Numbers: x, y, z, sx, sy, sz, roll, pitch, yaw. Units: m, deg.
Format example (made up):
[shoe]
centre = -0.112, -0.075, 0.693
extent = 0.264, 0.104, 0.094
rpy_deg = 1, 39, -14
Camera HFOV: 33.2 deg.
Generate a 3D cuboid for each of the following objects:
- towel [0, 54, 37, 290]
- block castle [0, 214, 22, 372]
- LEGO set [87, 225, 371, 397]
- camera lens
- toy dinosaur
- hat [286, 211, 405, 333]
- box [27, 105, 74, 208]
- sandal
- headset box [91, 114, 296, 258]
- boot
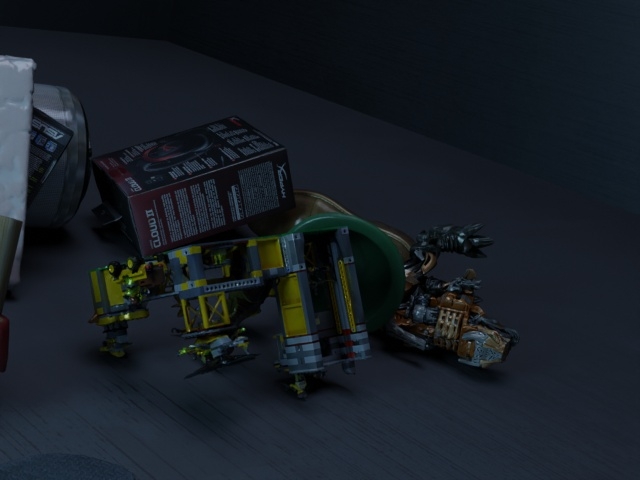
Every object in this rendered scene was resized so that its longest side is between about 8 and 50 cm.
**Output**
[towel]
centre = -0.532, -0.100, 1.339
extent = 0.332, 0.317, 0.053
rpy_deg = 5, -11, -23
[block castle]
centre = -0.536, 0.030, 1.001
extent = 0.453, 0.213, 0.303
rpy_deg = 13, 1, -41
[LEGO set]
centre = -0.099, 0.103, 1.267
extent = 0.255, 0.192, 0.331
rpy_deg = -13, -4, 36
[camera lens]
centre = -0.491, -0.130, 1.586
extent = 0.274, 0.219, 0.219
rpy_deg = 3, 18, -29
[toy dinosaur]
centre = 0.140, 0.070, 1.521
extent = 0.322, 0.164, 0.218
rpy_deg = 41, 43, 18
[hat]
centre = 0.024, 0.029, 1.522
extent = 0.208, 0.173, 0.183
rpy_deg = 19, 13, 4
[box]
centre = -0.499, -0.122, 1.421
extent = 0.270, 0.216, 0.060
rpy_deg = 31, -19, -14
[sandal]
centre = -0.270, 0.230, 0.853
extent = 0.254, 0.054, 0.097
rpy_deg = -12, 20, -35
[headset box]
centre = -0.219, -0.089, 1.715
extent = 0.293, 0.110, 0.218
rpy_deg = -19, 27, -20
[boot]
centre = 0.000, 0.000, 1.730
extent = 0.305, 0.112, 0.115
rpy_deg = 18, 30, 20
